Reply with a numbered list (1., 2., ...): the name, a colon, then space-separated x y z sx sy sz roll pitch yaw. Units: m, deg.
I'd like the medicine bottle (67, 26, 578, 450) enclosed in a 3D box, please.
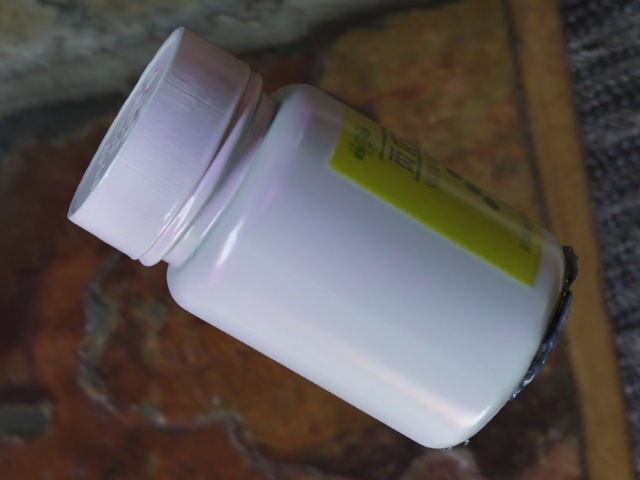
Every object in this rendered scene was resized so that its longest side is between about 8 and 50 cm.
1. medicine bottle: 0.000 0.000 1.539 0.378 0.213 0.213 30 89 -12
